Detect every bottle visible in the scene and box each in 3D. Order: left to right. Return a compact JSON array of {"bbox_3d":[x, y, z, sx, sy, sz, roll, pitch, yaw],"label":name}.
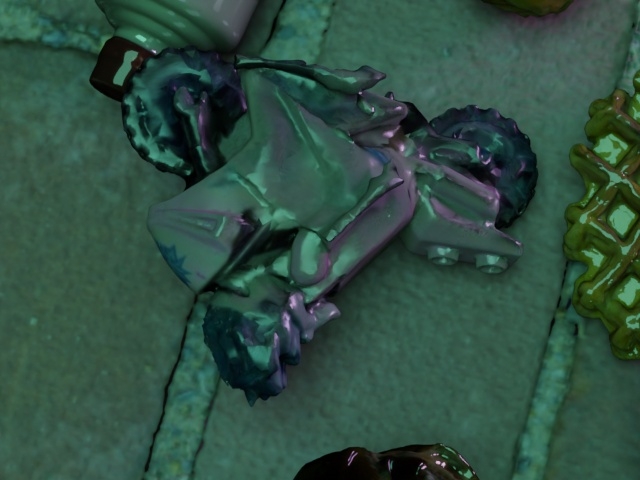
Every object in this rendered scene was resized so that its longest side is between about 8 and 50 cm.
[{"bbox_3d":[-0.069,-0.194,1.057,0.104,0.104,0.245,23,80,13],"label":"bottle"}]

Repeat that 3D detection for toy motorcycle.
[{"bbox_3d":[-0.001,0.002,0.993,0.239,0.108,0.204,5,70,6],"label":"toy motorcycle"}]

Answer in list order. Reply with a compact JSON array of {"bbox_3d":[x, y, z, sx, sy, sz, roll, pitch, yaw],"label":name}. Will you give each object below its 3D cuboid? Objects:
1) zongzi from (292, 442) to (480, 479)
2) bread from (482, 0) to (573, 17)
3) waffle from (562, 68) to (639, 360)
[{"bbox_3d":[0.124,0.261,0.917,0.318,0.154,0.289,9,74,-9],"label":"zongzi"},{"bbox_3d":[0.175,-0.248,1.040,0.269,0.098,0.087,-52,33,-5],"label":"bread"},{"bbox_3d":[0.220,-0.020,0.999,0.161,0.046,0.192,2,79,6],"label":"waffle"}]
